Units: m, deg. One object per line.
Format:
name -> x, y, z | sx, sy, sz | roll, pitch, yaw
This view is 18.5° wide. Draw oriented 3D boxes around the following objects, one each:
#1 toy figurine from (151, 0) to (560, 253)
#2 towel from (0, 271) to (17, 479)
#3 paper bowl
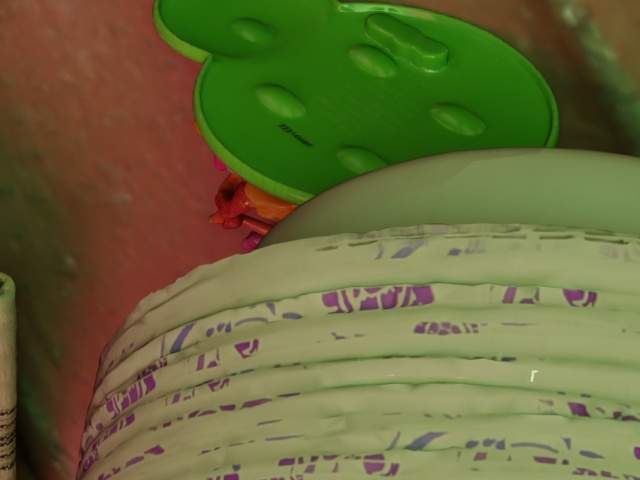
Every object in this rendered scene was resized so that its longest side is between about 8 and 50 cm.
toy figurine -> 0.000, 0.000, 0.750 | 0.173, 0.130, 0.159 | 37, 138, 33
towel -> -0.273, 0.042, 0.900 | 0.312, 0.056, 0.324 | 25, 141, 17
paper bowl -> 0.067, 0.077, 0.603 | 0.284, 0.148, 0.284 | 5, 153, 2
